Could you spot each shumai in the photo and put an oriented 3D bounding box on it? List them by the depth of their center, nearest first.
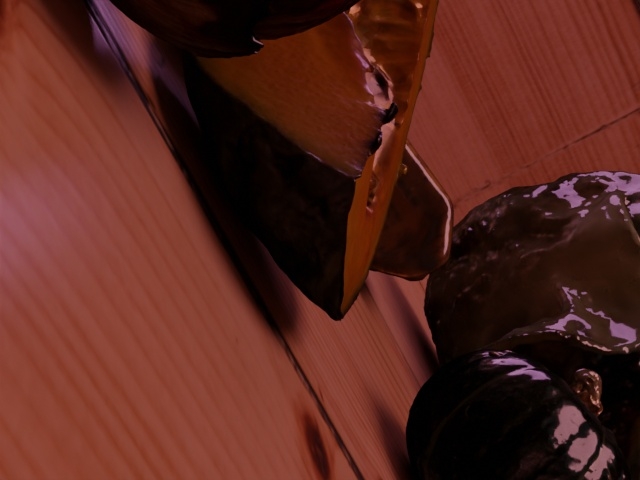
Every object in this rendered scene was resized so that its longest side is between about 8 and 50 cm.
[{"bbox_3d":[0.277,0.151,1.570,0.395,0.395,0.348,60,31,-28],"label":"shumai"}]

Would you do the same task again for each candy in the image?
[{"bbox_3d":[0.026,-0.083,1.412,0.271,0.101,0.143,57,2,-6],"label":"candy"}]

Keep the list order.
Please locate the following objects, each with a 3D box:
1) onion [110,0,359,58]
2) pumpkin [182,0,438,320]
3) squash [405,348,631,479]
[{"bbox_3d":[-0.065,-0.207,0.821,0.246,0.190,0.246,44,-22,23],"label":"onion"},{"bbox_3d":[-0.014,-0.074,1.029,0.312,0.148,0.169,-65,169,-49],"label":"pumpkin"},{"bbox_3d":[0.146,0.166,1.161,0.193,0.155,0.193,55,-21,33],"label":"squash"}]
